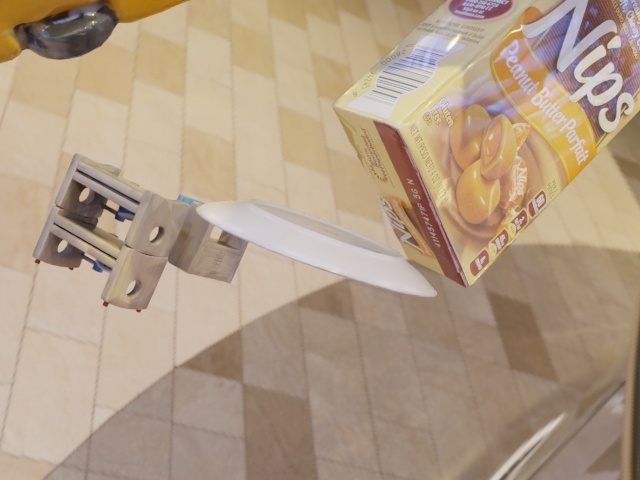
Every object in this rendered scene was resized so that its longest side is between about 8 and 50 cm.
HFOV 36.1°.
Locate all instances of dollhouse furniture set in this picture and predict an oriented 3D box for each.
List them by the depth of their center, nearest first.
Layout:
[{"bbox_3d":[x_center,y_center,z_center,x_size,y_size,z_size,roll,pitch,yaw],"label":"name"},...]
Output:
[{"bbox_3d":[-0.196,0.003,1.109,0.129,0.128,0.184,26,4,32],"label":"dollhouse furniture set"}]

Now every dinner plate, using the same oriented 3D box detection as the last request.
[{"bbox_3d":[0.000,0.000,0.545,0.141,0.017,0.141,20,7,-3],"label":"dinner plate"}]

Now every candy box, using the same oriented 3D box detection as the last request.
[{"bbox_3d":[0.174,-0.136,0.837,0.316,0.183,0.088,-43,41,-16],"label":"candy box"}]

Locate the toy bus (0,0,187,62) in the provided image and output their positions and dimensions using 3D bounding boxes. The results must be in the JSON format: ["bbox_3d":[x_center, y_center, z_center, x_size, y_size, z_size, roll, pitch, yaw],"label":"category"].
[{"bbox_3d":[-0.207,-0.150,0.485,0.333,0.108,0.130,-18,51,-4],"label":"toy bus"}]
